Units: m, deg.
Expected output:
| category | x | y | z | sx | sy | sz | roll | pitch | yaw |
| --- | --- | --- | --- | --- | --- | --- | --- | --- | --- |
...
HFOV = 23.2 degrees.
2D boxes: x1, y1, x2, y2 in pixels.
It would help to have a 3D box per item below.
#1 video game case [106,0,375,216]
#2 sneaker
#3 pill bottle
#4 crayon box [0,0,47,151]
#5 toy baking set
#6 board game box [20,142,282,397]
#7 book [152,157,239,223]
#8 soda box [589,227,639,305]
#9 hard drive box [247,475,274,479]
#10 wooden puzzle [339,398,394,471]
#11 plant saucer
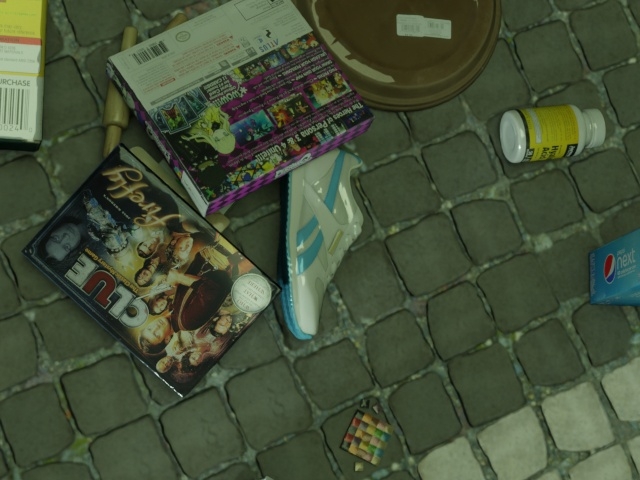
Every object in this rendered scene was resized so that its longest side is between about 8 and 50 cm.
| category | x | y | z | sx | sy | sz | roll | pitch | yaw |
| --- | --- | --- | --- | --- | --- | --- | --- | --- | --- |
| video game case | -0.090 | -0.165 | 1.761 | 0.232 | 0.042 | 0.210 | -30 | 75 | -23 |
| sneaker | 0.000 | 0.000 | 1.780 | 0.092 | 0.087 | 0.228 | 5 | 79 | -10 |
| pill bottle | 0.281 | -0.131 | 1.881 | 0.116 | 0.065 | 0.065 | -8 | 82 | -14 |
| crayon box | -0.402 | -0.265 | 1.725 | 0.202 | 0.081 | 0.318 | 4 | 85 | -12 |
| toy baking set | -0.152 | -0.139 | 1.778 | 0.197 | 0.030 | 0.256 | 12 | 73 | -2 |
| board game box | -0.186 | 0.034 | 1.729 | 0.243 | 0.042 | 0.165 | 42 | 91 | -3 |
| book | -0.112 | -0.099 | 1.803 | 0.096 | 0.035 | 0.144 | 39 | 74 | 2 |
| soda box | 0.381 | 0.028 | 1.799 | 0.071 | 0.210 | 0.067 | 3 | 79 | -12 |
| hard drive box | -0.084 | 0.346 | 1.620 | 0.089 | 0.232 | 0.181 | 33 | 74 | -6 |
| wooden puzzle | 0.054 | 0.226 | 1.792 | 0.049 | 0.006 | 0.083 | 27 | 75 | -7 |
| plant saucer | 0.093 | -0.293 | 1.878 | 0.278 | 0.041 | 0.278 | 3 | 80 | -15 |
